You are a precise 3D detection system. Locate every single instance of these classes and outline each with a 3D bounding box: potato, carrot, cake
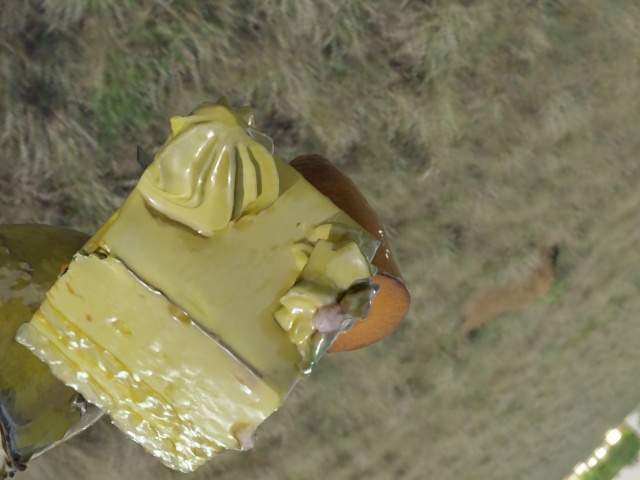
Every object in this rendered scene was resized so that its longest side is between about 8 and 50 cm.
[{"bbox_3d":[-0.394,0.079,1.207,0.296,0.397,0.290,-44,155,-44],"label":"potato"},{"bbox_3d":[0.000,0.000,1.222,0.159,0.225,0.159,-12,147,-8],"label":"carrot"},{"bbox_3d":[-0.094,0.033,0.919,0.286,0.227,0.222,-41,-168,51],"label":"cake"}]

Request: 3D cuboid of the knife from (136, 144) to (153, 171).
[{"bbox_3d":[-0.143,-0.014,1.241,0.019,0.245,0.072,-33,-156,6],"label":"knife"}]
